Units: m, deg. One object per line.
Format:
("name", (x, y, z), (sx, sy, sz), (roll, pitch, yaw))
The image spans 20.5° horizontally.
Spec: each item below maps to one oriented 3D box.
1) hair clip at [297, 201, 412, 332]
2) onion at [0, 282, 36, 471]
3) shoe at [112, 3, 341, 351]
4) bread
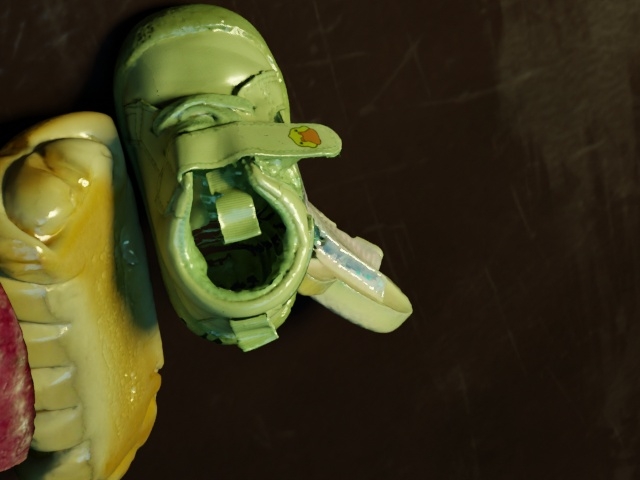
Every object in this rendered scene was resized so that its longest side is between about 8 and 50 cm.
("hair clip", (-0.001, 0.002, 1.454), (0.071, 0.159, 0.218), (-38, 115, 14))
("onion", (-0.340, 0.080, 1.245), (0.250, 0.111, 0.247), (9, 129, 14))
("shoe", (-0.065, -0.050, 1.329), (0.140, 0.128, 0.262), (-9, 93, -23))
("bread", (-0.206, 0.063, 1.368), (0.173, 0.121, 0.311), (-60, 153, -48))
